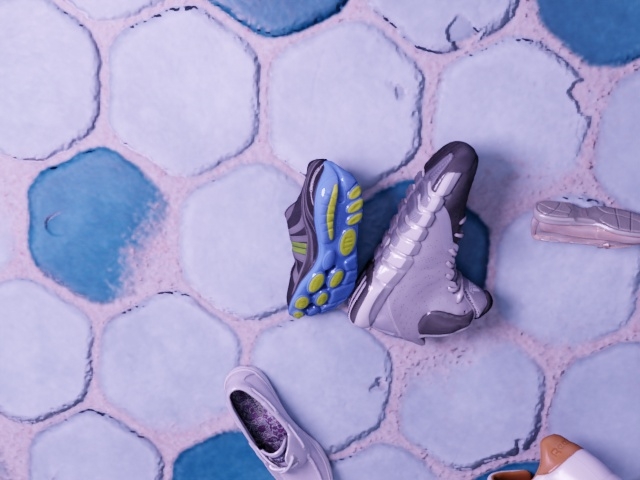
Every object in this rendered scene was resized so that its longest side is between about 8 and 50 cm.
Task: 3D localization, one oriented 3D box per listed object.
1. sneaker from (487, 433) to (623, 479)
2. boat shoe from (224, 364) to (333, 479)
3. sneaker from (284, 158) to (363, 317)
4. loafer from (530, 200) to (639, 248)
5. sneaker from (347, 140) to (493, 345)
[{"bbox_3d":[0.218,0.330,1.182,0.123,0.106,0.290,44,119,27],"label":"sneaker"},{"bbox_3d":[-0.046,0.221,1.166,0.066,0.063,0.184,-24,104,11],"label":"boat shoe"},{"bbox_3d":[0.000,0.000,1.095,0.067,0.078,0.188,-6,126,-23],"label":"sneaker"},{"bbox_3d":[0.277,-0.011,1.084,0.125,0.045,0.039,10,125,8],"label":"loafer"},{"bbox_3d":[0.132,0.014,1.085,0.132,0.086,0.229,26,118,-9],"label":"sneaker"}]
